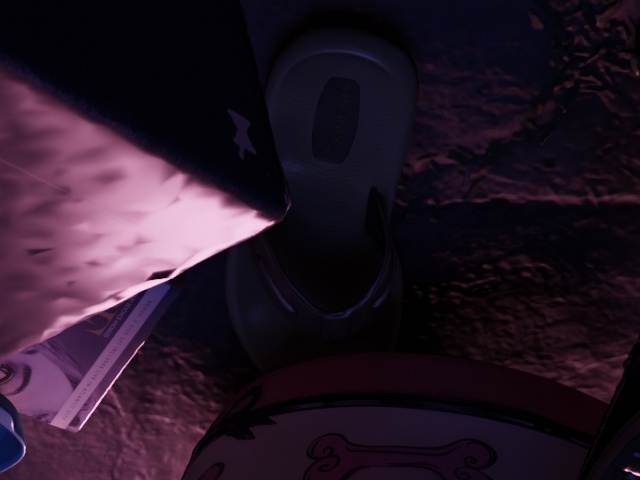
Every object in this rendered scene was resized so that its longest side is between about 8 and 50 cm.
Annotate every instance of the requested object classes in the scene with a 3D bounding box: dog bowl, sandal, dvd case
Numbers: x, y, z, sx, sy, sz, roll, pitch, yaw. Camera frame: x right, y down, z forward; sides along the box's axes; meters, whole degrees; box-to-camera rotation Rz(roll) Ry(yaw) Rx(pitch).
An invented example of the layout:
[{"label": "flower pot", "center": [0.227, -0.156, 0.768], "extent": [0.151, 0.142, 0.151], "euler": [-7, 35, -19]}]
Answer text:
[{"label": "dog bowl", "center": [0.080, 0.221, 1.352], "extent": [0.408, 0.150, 0.408], "euler": [8, 148, 5]}, {"label": "sandal", "center": [-0.001, -0.001, 1.260], "extent": [0.120, 0.086, 0.302], "euler": [1, 131, -2]}, {"label": "dvd case", "center": [-0.228, 0.041, 1.341], "extent": [0.221, 0.018, 0.164], "euler": [23, 127, -20]}]

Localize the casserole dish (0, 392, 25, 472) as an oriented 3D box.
[{"label": "casserole dish", "center": [-0.290, 0.135, 1.398], "extent": [0.188, 0.037, 0.114], "euler": [-25, 130, 31]}]

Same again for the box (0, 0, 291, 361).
[{"label": "box", "center": [-0.352, -0.103, 0.920], "extent": [0.472, 0.297, 0.480], "euler": [-24, 152, 23]}]

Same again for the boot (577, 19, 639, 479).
[{"label": "boot", "center": [0.240, -0.007, 1.127], "extent": [0.138, 0.284, 0.377], "euler": [13, 129, -13]}]
